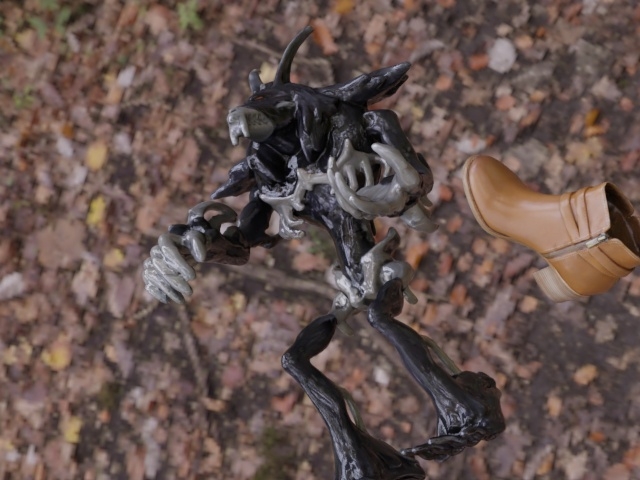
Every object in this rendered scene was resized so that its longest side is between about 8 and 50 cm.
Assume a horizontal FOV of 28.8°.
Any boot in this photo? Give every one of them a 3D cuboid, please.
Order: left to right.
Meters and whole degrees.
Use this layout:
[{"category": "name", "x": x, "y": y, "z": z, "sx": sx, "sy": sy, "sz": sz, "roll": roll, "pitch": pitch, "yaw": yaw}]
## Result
[{"category": "boot", "x": 0.247, "y": -0.032, "z": 1.295, "sx": 0.073, "sy": 0.197, "sz": 0.152, "roll": -42, "pitch": 2, "yaw": -30}]

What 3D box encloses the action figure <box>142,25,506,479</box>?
[{"category": "action figure", "x": 0.000, "y": 0.000, "z": 0.691, "sx": 0.164, "sy": 0.141, "sz": 0.276, "roll": -31, "pitch": 71, "yaw": 25}]
